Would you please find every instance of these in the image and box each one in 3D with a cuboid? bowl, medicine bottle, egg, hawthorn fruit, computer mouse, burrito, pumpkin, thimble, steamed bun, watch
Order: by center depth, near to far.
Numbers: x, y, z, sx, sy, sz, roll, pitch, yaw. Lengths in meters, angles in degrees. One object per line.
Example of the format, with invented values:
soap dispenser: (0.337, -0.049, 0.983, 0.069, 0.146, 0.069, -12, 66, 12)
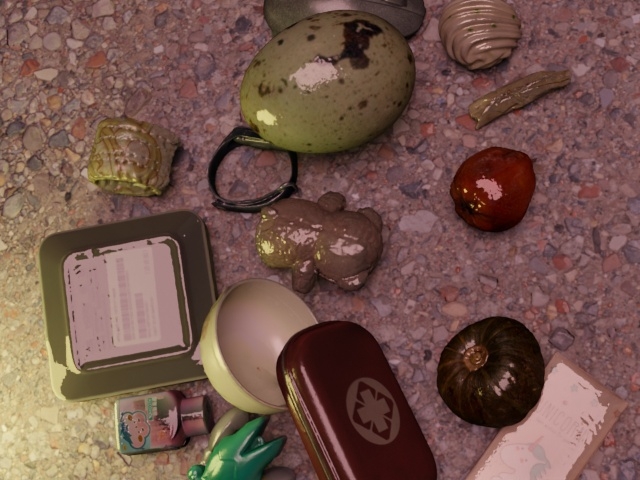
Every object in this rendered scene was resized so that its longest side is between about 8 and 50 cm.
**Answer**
pumpkin: (0.331, 0.264, 1.679, 0.218, 0.162, 0.219, -20, 50, 26)
bowl: (-0.129, 0.225, 1.735, 0.145, 0.277, 0.277, -38, 67, 42)
hawthorn fruit: (0.355, -0.106, 1.783, 0.173, 0.174, 0.179, 17, 53, 13)
medicine bottle: (-0.320, 0.372, 1.785, 0.187, 0.094, 0.119, -10, 73, 6)
egg: (0.016, -0.326, 1.811, 0.379, 0.288, 0.288, -21, 73, -3)
burrito: (0.428, -0.316, 1.873, 0.229, 0.063, 0.058, -27, 113, 9)
steamed bun: (0.347, -0.462, 1.886, 0.182, 0.106, 0.183, -1, 68, 3)
watch: (-0.145, -0.150, 1.912, 0.206, 0.068, 0.193, 12, 81, 15)
thimble: (-0.414, -0.183, 1.927, 0.190, 0.137, 0.144, 9, 75, -4)
computer mouse: (0.050, -0.535, 1.956, 0.373, 0.114, 0.203, 0, 75, 8)

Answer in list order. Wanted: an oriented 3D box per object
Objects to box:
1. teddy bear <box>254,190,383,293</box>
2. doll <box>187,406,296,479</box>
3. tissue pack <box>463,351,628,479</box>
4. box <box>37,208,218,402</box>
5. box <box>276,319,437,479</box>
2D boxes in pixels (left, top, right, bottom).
teddy bear: (-0.001, -0.001, 1.803, 0.267, 0.151, 0.236, 13, 70, 9)
doll: (-0.178, 0.439, 1.729, 0.258, 0.153, 0.195, -17, 87, 11)
tissue pack: (0.430, 0.397, 1.674, 0.170, 0.071, 0.325, 35, 82, 19)
box: (-0.403, 0.138, 1.841, 0.372, 0.090, 0.368, -11, 77, 1)
box: (0.070, 0.344, 1.656, 0.108, 0.263, 0.404, -36, 74, 40)
